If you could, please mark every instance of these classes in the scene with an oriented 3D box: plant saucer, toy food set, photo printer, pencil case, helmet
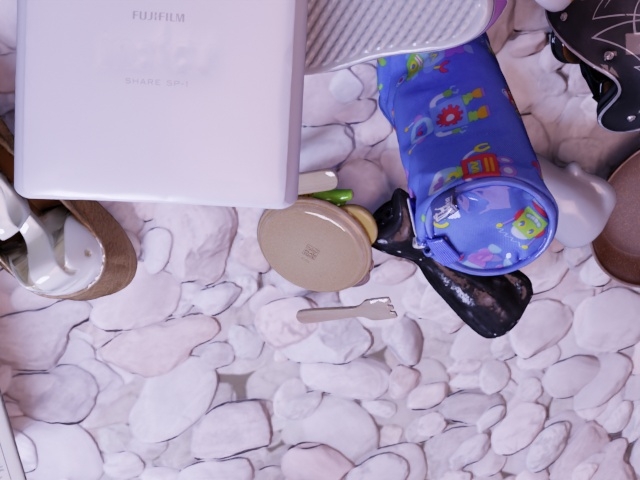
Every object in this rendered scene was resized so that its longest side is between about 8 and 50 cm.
[{"bbox_3d":[0.379,-0.039,1.958,0.198,0.036,0.199,-10,125,-15],"label":"plant saucer"},{"bbox_3d":[0.000,0.000,1.820,0.132,0.038,0.192,-6,126,26],"label":"toy food set"},{"bbox_3d":[-0.138,-0.187,1.562,0.256,0.107,0.307,3,102,-3],"label":"photo printer"},{"bbox_3d":[0.127,-0.092,1.666,0.133,0.306,0.119,-23,129,9],"label":"pencil case"},{"bbox_3d":[0.304,-0.205,1.746,0.169,0.169,0.161,-18,142,-9],"label":"helmet"}]

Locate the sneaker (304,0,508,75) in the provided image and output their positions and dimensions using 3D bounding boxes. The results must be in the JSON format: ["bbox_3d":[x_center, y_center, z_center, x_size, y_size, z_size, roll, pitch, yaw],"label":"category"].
[{"bbox_3d":[0.039,-0.216,1.671,0.282,0.161,0.102,2,106,18],"label":"sneaker"}]

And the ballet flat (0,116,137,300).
[{"bbox_3d":[-0.284,-0.029,1.658,0.116,0.124,0.342,-32,127,7],"label":"ballet flat"}]

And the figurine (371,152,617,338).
[{"bbox_3d":[0.169,-0.030,1.858,0.209,0.092,0.215,35,104,-30],"label":"figurine"}]

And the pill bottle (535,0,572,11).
[{"bbox_3d":[0.251,-0.359,1.626,0.162,0.162,0.278,34,104,-34],"label":"pill bottle"}]

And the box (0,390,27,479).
[{"bbox_3d":[-0.387,0.135,1.727,0.148,0.121,0.311,-15,125,-11],"label":"box"}]
